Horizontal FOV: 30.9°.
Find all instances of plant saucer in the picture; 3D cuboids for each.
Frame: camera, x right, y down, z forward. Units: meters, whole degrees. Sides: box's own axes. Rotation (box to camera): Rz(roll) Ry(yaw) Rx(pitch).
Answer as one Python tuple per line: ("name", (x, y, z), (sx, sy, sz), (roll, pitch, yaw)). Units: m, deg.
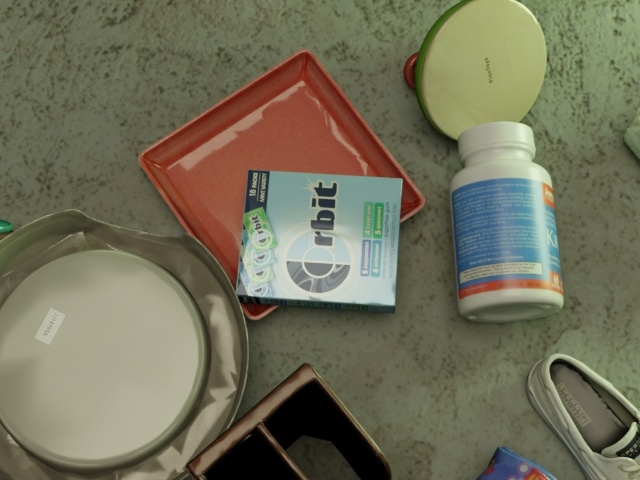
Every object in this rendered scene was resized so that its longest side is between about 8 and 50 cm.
("plant saucer", (-0.048, -0.068, 1.422), (0.259, 0.048, 0.258), (-34, 76, -8))

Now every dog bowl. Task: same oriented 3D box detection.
("dog bowl", (-0.253, 0.139, 1.332), (0.348, 0.102, 0.349), (0, 73, 0))

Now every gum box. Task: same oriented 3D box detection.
("gum box", (0.000, 0.000, 1.355), (0.184, 0.041, 0.157), (4, 74, 3))

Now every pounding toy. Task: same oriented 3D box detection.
("pounding toy", (0.180, -0.247, 1.434), (0.183, 0.110, 0.237), (-1, 110, -29))

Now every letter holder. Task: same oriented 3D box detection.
("letter holder", (0.002, 0.277, 1.184), (0.152, 0.302, 0.214), (-40, 77, -11))

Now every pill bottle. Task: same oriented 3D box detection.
("pill bottle", (0.215, -0.022, 1.364), (0.124, 0.124, 0.221), (-2, 74, 0))

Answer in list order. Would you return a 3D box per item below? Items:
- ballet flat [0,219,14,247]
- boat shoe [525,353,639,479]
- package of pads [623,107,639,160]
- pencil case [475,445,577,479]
("ballet flat", (-0.532, -0.004, 1.385), (0.342, 0.116, 0.124), (16, 94, 6))
("boat shoe", (0.340, 0.234, 1.304), (0.096, 0.088, 0.267), (-34, 76, -9))
("package of pads", (0.548, -0.138, 1.407), (0.296, 0.101, 0.229), (-34, 76, -10))
("pencil case", (0.162, 0.370, 1.250), (0.133, 0.119, 0.306), (41, 78, 3))
